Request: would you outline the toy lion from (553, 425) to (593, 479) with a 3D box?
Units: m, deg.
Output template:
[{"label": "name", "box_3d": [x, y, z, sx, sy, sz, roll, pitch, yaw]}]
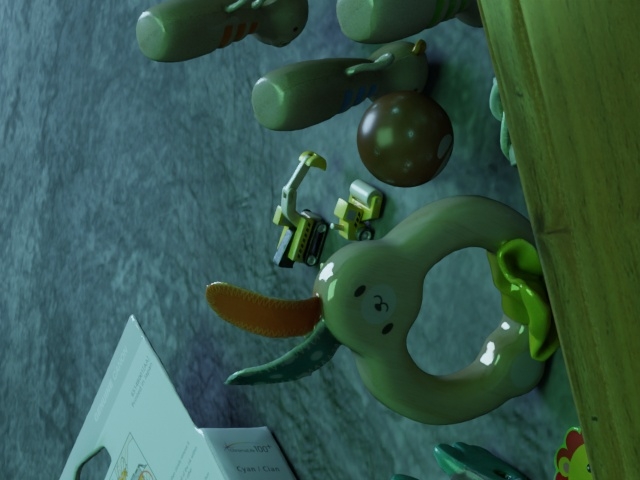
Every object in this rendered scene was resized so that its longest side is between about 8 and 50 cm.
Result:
[{"label": "toy lion", "box_3d": [0.157, 0.128, 0.763, 0.100, 0.034, 0.096, 59, 139, 40]}]

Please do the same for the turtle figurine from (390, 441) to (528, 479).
[{"label": "turtle figurine", "box_3d": [0.046, 0.237, 0.844, 0.175, 0.118, 0.234, -58, -15, -74]}]

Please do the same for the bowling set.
[{"label": "bowling set", "box_3d": [0.038, -0.124, 0.892, 0.287, 0.154, 0.200, -33, 79, 48]}]

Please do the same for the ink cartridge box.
[{"label": "ink cartridge box", "box_3d": [-0.116, 0.247, 1.113, 0.261, 0.066, 0.296, 56, 130, 42]}]

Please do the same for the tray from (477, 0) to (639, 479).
[{"label": "tray", "box_3d": [0.180, -0.006, 0.519, 0.203, 0.076, 0.411, -12, 94, 24]}]

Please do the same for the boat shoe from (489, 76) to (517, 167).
[{"label": "boat shoe", "box_3d": [0.128, -0.060, 0.683, 0.109, 0.094, 0.302, 145, 105, -72]}]

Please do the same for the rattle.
[{"label": "rattle", "box_3d": [0.062, 0.052, 0.754, 0.143, 0.200, 0.130, 48, 125, 46]}]

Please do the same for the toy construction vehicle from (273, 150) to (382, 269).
[{"label": "toy construction vehicle", "box_3d": [0.000, 0.000, 0.996, 0.086, 0.035, 0.098, 41, 120, 49]}]
